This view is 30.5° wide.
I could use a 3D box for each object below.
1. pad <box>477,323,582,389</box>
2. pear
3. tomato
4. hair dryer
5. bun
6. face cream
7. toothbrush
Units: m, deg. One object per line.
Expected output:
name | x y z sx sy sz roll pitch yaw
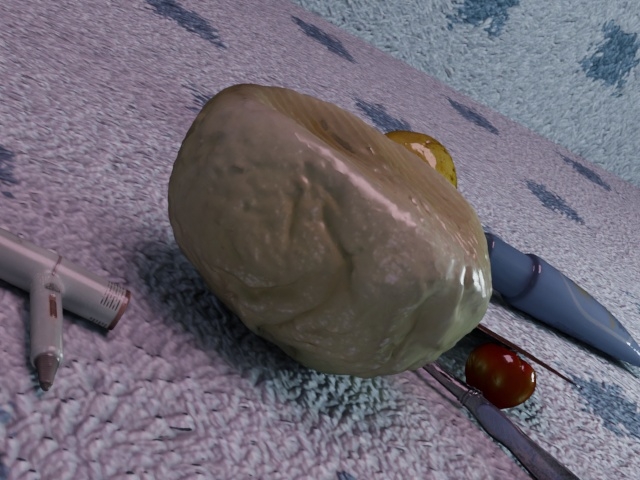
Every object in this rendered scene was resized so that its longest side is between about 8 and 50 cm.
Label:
pad | 0.231 0.125 1.521 0.181 0.004 0.267 30 2 -8
pear | 0.126 -0.085 1.790 0.178 0.178 0.178 30 18 -11
tomato | 0.211 0.163 1.403 0.087 0.075 0.087 33 3 -2
hair dryer | -0.241 0.059 0.965 0.155 0.044 0.183 26 22 -13
bun | 0.000 0.000 1.217 0.352 0.227 0.349 20 21 -41
face cream | 0.383 0.101 1.845 0.385 0.086 0.135 30 18 -26
toothbrush | 0.207 0.213 1.325 0.413 0.035 0.042 43 17 27
